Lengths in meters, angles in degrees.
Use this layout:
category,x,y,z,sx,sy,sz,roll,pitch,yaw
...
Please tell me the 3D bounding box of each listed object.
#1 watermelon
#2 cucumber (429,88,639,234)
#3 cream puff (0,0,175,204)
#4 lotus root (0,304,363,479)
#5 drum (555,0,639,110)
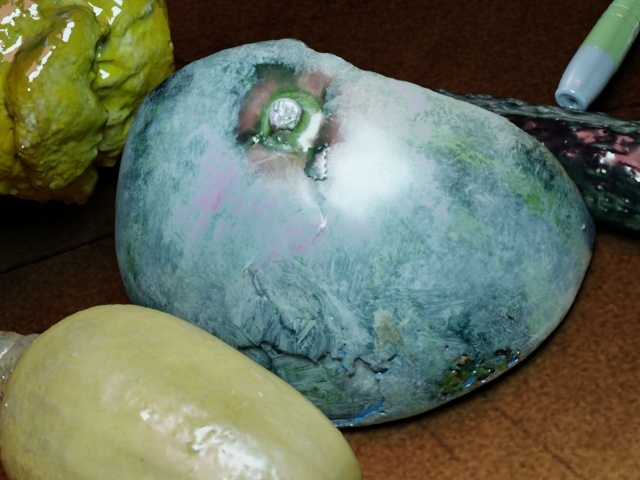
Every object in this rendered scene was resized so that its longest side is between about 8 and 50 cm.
category,x,y,z,sx,sy,sz,roll,pitch,yaw
watermelon,-0.001,-0.005,1.189,0.322,0.175,0.188,1,52,17
cucumber,0.142,-0.066,1.275,0.211,0.062,0.078,17,58,25
cream puff,-0.209,-0.127,1.328,0.244,0.196,0.244,-6,50,7
lotus root,-0.096,0.125,1.136,0.303,0.131,0.146,23,59,29
drum,0.256,-0.186,1.352,0.130,0.049,0.253,5,54,19
